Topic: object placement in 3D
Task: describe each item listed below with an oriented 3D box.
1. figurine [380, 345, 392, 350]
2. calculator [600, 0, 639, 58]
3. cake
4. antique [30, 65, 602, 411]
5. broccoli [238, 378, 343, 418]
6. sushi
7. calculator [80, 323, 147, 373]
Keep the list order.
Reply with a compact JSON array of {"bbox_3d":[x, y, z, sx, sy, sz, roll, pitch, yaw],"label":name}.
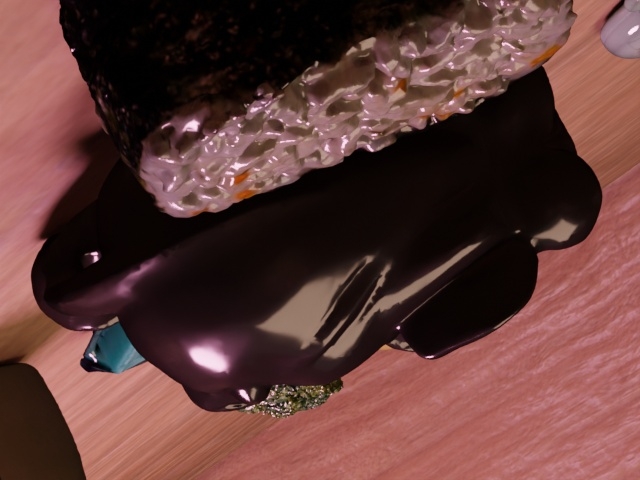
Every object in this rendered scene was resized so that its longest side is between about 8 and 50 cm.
[{"bbox_3d":[0.068,0.074,1.506,0.222,0.124,0.324,-30,166,1],"label":"figurine"},{"bbox_3d":[0.364,-0.242,1.152,0.184,0.042,0.295,-39,169,27],"label":"calculator"},{"bbox_3d":[-0.343,0.170,0.915,0.284,0.172,0.158,22,124,-36],"label":"cake"},{"bbox_3d":[0.000,0.000,0.691,0.322,0.185,0.255,-16,168,-21],"label":"antique"},{"bbox_3d":[-0.057,0.103,1.186,0.195,0.195,0.156,-13,122,-62],"label":"broccoli"},{"bbox_3d":[0.004,-0.101,0.530,0.225,0.126,0.136,-28,168,-16],"label":"sushi"},{"bbox_3d":[-0.062,0.014,1.011,0.274,0.058,0.248,-28,169,-33],"label":"calculator"}]
